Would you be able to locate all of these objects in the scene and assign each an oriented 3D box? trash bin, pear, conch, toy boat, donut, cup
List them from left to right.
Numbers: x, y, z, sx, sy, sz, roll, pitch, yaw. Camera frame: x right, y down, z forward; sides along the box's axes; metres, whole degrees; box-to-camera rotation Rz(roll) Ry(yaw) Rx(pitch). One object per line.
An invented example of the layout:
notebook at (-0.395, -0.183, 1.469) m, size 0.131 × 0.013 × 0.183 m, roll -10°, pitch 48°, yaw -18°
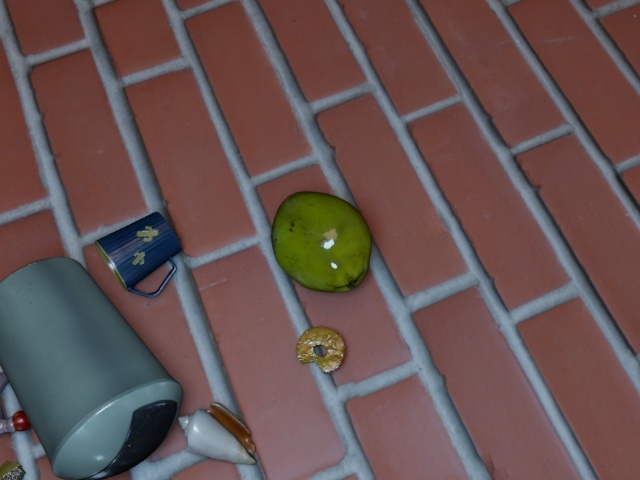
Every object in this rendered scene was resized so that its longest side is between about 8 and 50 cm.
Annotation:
toy boat at (-0.657, 0.516, 1.518) m, size 0.049 × 0.047 × 0.149 m, roll 28°, pitch 68°, yaw 13°
trash bin at (-0.477, 0.266, 1.511) m, size 0.280 × 0.280 × 0.432 m, roll -36°, pitch 66°, yaw -14°
cup at (-0.396, 0.036, 1.702) m, size 0.155 × 0.131 × 0.176 m, roll -35°, pitch 99°, yaw -18°
conch at (-0.208, 0.397, 1.540) m, size 0.176 × 0.094 × 0.104 m, roll 16°, pitch 25°, yaw 4°
pear at (0.000, 0.000, 1.655) m, size 0.212 × 0.212 × 0.269 m, roll -30°, pitch 59°, yaw -12°
donut at (0.003, 0.239, 1.633) m, size 0.108 × 0.043 × 0.097 m, roll 29°, pitch 70°, yaw 15°

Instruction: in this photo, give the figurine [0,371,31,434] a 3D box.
figurine at (-0.748, 0.356, 1.533) m, size 0.287 × 0.186 × 0.176 m, roll -12°, pitch 90°, yaw -22°
